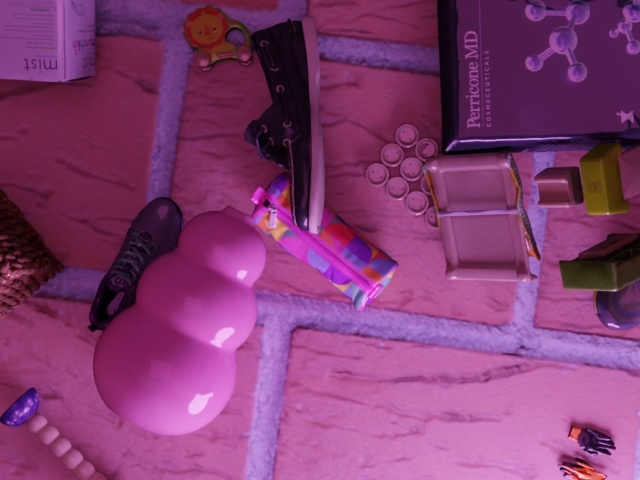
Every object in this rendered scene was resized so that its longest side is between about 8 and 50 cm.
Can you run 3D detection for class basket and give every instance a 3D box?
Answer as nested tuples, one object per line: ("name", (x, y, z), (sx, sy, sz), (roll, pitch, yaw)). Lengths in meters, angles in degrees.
("basket", (-0.535, 0.031, 1.610), (0.223, 0.299, 0.213), (-39, 89, 2))

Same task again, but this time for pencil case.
("pencil case", (0.000, 0.000, 1.691), (0.236, 0.104, 0.104), (37, 92, 0))

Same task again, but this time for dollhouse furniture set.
("dollhouse furniture set", (0.319, -0.045, 1.644), (0.302, 0.151, 0.197), (1, 107, 44))

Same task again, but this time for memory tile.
("memory tile", (0.152, -0.097, 1.727), (0.148, 0.012, 0.113), (36, 92, 2))

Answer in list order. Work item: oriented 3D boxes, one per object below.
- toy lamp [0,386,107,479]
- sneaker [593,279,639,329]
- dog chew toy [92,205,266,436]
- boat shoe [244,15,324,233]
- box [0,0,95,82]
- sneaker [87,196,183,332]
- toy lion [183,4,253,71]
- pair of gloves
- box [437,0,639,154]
("toy lamp", (-0.356, 0.337, 1.720), (0.275, 0.080, 0.080), (44, 92, 0))
("sneaker", (0.518, 0.018, 1.660), (0.300, 0.121, 0.111), (-43, 89, 2))
("dog chew toy", (-0.186, 0.107, 1.648), (0.207, 0.206, 0.331), (25, 89, 2))
("boat shoe", (-0.053, -0.166, 1.642), (0.113, 0.127, 0.340), (-3, 72, 0))
("box", (-0.465, -0.349, 1.651), (0.262, 0.127, 0.231), (4, 103, 10))
("sneaker", (-0.272, 0.040, 1.701), (0.083, 0.098, 0.223), (26, 92, 1))
("toy lion", (-0.154, -0.306, 1.728), (0.100, 0.034, 0.096), (-7, 83, 2))
("pair of gloves", (0.399, 0.324, 1.725), (0.074, 0.010, 0.083), (18, 89, 3))
("box", (0.368, -0.278, 1.614), (0.396, 0.212, 0.293), (-2, 89, 2))
